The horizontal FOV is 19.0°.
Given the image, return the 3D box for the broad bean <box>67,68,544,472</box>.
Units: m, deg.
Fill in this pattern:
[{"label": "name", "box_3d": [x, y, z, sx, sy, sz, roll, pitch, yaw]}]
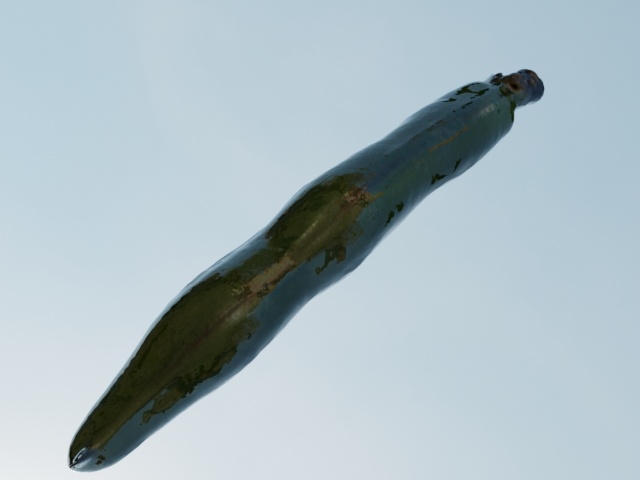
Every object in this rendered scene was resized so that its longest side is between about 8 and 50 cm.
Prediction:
[{"label": "broad bean", "box_3d": [0.000, 0.000, 0.819, 0.043, 0.297, 0.060, 47, -24, 7]}]
